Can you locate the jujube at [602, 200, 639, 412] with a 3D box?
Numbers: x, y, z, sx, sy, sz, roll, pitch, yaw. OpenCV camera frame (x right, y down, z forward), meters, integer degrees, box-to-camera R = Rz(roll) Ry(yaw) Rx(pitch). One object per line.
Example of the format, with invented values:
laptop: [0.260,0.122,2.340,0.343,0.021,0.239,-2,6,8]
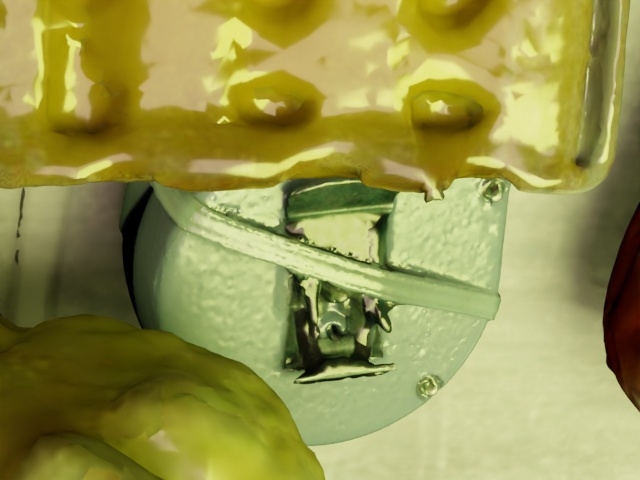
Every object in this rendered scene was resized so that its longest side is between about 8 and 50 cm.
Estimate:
jujube: [0.276,-0.028,0.765,0.223,0.223,0.318,21,116,-29]

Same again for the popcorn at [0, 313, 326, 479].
popcorn: [-0.130,0.152,0.662,0.334,0.293,0.292,19,87,10]

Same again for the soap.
soap: [-0.013,-0.161,0.562,0.259,0.143,0.281,1,101,-10]

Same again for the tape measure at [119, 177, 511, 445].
tape measure: [0.000,0.005,0.729,0.182,0.107,0.181,-12,115,-15]
